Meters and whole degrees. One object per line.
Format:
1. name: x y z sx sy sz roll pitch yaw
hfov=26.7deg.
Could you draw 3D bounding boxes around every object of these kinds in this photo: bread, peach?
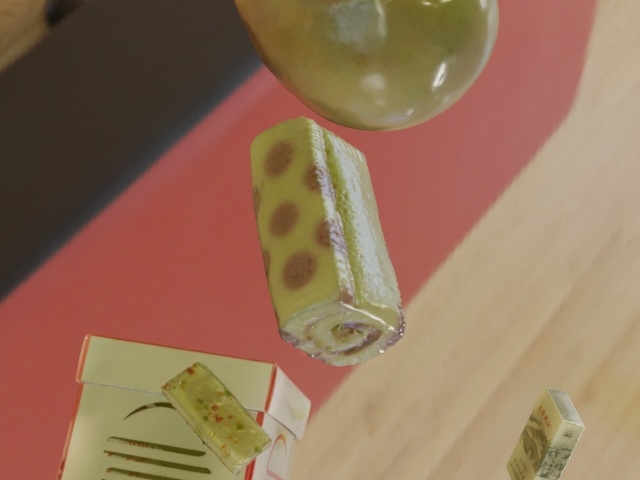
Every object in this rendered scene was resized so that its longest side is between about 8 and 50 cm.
1. bread: 0.000 0.000 1.899 0.155 0.338 0.187 -33 139 28
2. peach: 0.039 -0.252 1.395 0.247 0.292 0.292 -58 149 -32
3. bread: -0.134 0.229 1.752 0.068 0.153 0.028 -35 162 -25

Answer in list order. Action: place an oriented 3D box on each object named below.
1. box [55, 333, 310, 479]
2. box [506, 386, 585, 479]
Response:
1. box: -0.214 0.339 2.133 0.312 0.314 0.300 61 38 -72
2. box: 0.181 0.168 1.091 0.054 0.024 0.083 -102 -149 -64
